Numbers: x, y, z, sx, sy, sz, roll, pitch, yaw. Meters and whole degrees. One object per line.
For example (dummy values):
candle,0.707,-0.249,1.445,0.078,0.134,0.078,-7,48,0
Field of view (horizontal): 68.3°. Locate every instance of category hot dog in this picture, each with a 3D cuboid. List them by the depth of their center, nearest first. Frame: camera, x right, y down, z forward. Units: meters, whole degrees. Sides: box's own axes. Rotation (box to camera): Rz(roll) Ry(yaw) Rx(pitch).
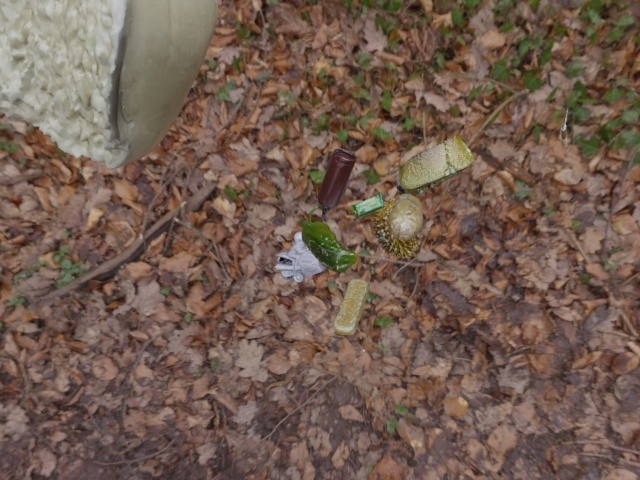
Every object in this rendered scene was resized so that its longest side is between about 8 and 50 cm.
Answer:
hot dog,0.112,0.244,1.691,0.084,0.073,0.243,10,47,14

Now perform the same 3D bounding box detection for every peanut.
peanut,0.187,-0.057,1.026,0.080,0.174,0.080,5,114,11

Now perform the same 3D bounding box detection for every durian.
durian,0.250,-0.029,1.652,0.183,0.250,0.138,6,42,35

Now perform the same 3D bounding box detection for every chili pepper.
chili pepper,0.001,0.002,1.015,0.073,0.072,0.204,-4,31,-28

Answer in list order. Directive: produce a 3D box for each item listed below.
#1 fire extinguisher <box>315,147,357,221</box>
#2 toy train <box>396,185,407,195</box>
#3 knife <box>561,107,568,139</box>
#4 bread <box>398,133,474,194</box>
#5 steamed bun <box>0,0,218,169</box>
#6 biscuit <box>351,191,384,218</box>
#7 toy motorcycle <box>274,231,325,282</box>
fire extinguisher,0.050,-0.209,1.802,0.104,0.105,0.269,29,122,11
toy train,0.264,-0.147,1.498,0.017,0.017,0.083,-29,40,3
knife,0.814,-0.391,1.573,0.017,0.297,0.047,17,96,27
bread,0.382,-0.242,1.594,0.256,0.186,0.124,-29,81,3
steamed bun,-0.250,-0.229,0.561,0.272,0.273,0.290,51,127,19
biscuit,0.128,-0.092,1.261,0.089,0.016,0.046,-22,71,16
toy motorcycle,-0.052,0.049,1.689,0.260,0.110,0.171,-16,96,29
